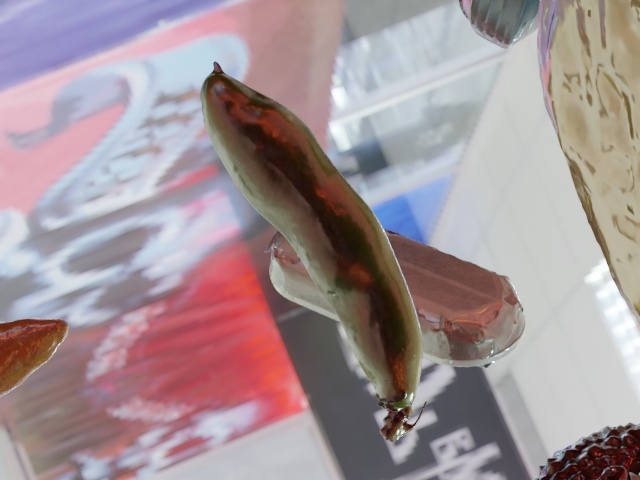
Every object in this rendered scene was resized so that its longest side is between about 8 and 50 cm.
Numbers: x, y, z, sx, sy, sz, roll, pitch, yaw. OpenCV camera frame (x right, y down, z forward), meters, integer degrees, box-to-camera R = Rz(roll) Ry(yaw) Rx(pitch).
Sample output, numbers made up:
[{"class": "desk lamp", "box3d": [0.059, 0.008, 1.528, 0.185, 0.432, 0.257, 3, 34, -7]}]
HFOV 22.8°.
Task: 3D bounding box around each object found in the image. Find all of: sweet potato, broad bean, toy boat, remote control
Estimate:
[{"class": "sweet potato", "box3d": [-0.247, 0.092, 1.028, 0.058, 0.202, 0.055, 48, 30, -32]}, {"class": "broad bean", "box3d": [0.004, -0.002, 0.963, 0.254, 0.065, 0.046, 59, 0, 1]}, {"class": "toy boat", "box3d": [0.207, -0.296, 1.698, 0.296, 0.114, 0.122, 99, -13, -72]}, {"class": "remote control", "box3d": [0.062, 0.038, 1.353, 0.247, 0.104, 0.052, 22, -47, 32]}]

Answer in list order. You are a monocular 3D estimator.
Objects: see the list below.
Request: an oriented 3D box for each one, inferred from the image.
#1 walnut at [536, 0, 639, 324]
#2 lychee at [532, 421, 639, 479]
[{"class": "walnut", "box3d": [0.261, -0.078, 0.627, 0.381, 0.381, 0.381, 158, -90, -83]}, {"class": "lychee", "box3d": [0.300, 0.287, 1.444, 0.264, 0.264, 0.300, 61, -1, 42]}]
